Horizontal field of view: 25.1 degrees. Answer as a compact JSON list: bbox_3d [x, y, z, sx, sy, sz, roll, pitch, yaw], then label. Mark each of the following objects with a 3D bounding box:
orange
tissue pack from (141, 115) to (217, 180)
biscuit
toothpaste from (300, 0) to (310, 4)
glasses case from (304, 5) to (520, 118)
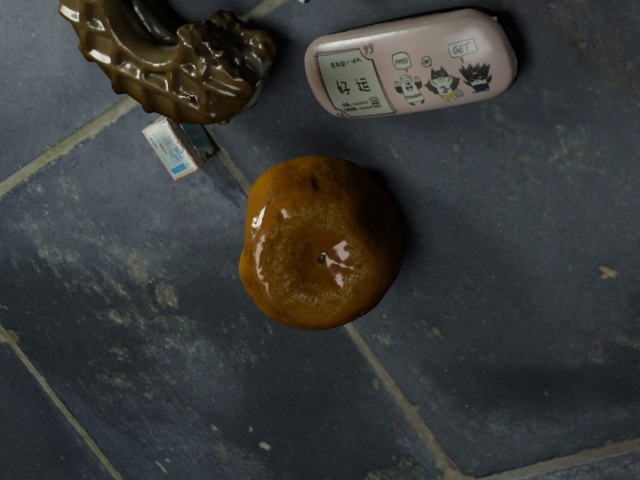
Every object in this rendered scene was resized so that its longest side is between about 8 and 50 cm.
[{"bbox_3d":[0.000,0.000,2.022,0.249,0.183,0.249,-3,106,-9],"label":"orange"},{"bbox_3d":[-0.211,-0.146,2.158,0.074,0.059,0.094,-20,108,46],"label":"tissue pack"},{"bbox_3d":[-0.234,-0.308,1.999,0.366,0.115,0.268,51,144,-7],"label":"biscuit"},{"bbox_3d":[0.000,-0.438,1.763,0.089,0.071,0.313,32,136,10],"label":"toothpaste"},{"bbox_3d":[0.112,-0.224,1.837,0.314,0.075,0.122,-4,116,39],"label":"glasses case"}]
